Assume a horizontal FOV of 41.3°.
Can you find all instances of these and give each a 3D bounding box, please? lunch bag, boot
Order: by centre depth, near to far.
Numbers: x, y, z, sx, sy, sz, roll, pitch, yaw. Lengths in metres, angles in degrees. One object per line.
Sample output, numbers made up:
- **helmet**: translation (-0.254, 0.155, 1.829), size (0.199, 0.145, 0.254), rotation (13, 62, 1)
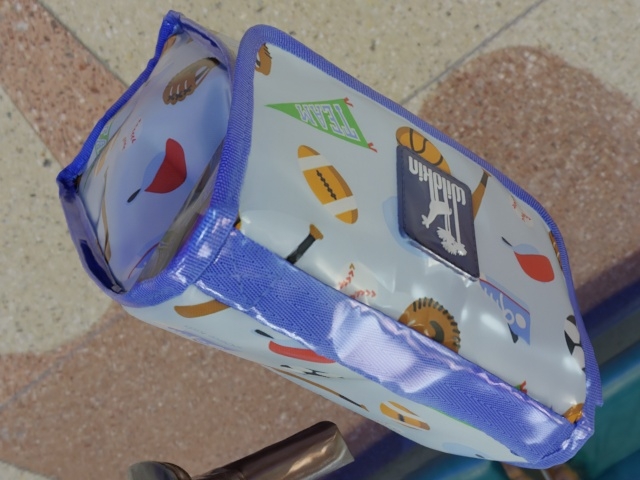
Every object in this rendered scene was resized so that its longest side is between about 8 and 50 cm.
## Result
- **boot**: translation (-0.029, 0.104, 0.387), size (0.114, 0.037, 0.106), rotation (-15, 160, -26)
- **lunch bag**: translation (0.000, 0.000, 0.653), size (0.328, 0.385, 0.238), rotation (30, 98, -26)
